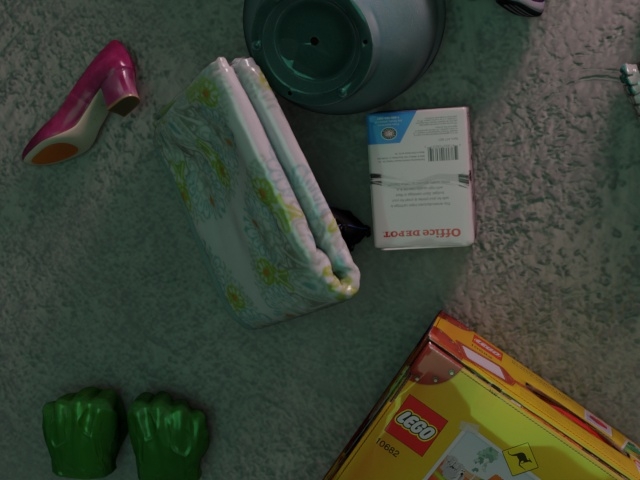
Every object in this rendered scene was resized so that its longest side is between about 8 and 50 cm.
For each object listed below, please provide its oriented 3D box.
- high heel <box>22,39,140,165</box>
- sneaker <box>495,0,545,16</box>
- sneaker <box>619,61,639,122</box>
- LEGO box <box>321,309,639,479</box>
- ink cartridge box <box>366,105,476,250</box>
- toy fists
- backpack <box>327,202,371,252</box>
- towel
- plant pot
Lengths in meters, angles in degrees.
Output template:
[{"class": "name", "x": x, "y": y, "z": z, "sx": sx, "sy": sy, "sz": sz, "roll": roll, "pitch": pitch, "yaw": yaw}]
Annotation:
[{"class": "high heel", "x": -0.392, "y": -0.215, "z": 1.760, "sx": 0.244, "sy": 0.082, "sz": 0.117, "roll": -33, "pitch": 62, "yaw": 27}, {"class": "sneaker", "x": 0.238, "y": -0.402, "z": 1.551, "sx": 0.224, "sy": 0.083, "sz": 0.098, "roll": 23, "pitch": 92, "yaw": -32}, {"class": "sneaker", "x": 0.490, "y": -0.185, "z": 1.570, "sx": 0.076, "sy": 0.065, "sz": 0.166, "roll": -23, "pitch": 98, "yaw": 6}, {"class": "LEGO box", "x": 0.273, "y": 0.405, "z": 1.633, "sx": 0.500, "sy": 0.193, "sz": 0.372, "roll": 35, "pitch": 104, "yaw": 5}, {"class": "ink cartridge box", "x": 0.152, "y": -0.094, "z": 1.641, "sx": 0.148, "sy": 0.086, "sz": 0.203, "roll": -2, "pitch": 98, "yaw": 12}, {"class": "toy fists", "x": -0.317, "y": 0.309, "z": 1.800, "sx": 0.279, "sy": 0.096, "sz": 0.142, "roll": 3, "pitch": 109, "yaw": 10}, {"class": "backpack", "x": 0.000, "y": 0.000, "z": 1.683, "sx": 0.084, "sy": 0.105, "sz": 0.114, "roll": 45, "pitch": 109, "yaw": 26}, {"class": "towel", "x": -0.111, "y": -0.058, "z": 1.601, "sx": 0.090, "sy": 0.320, "sz": 0.374, "roll": -27, "pitch": 91, "yaw": -27}, {"class": "plant pot", "x": 0.014, "y": -0.298, "z": 1.546, "sx": 0.293, "sy": 0.196, "sz": 0.293, "roll": 7, "pitch": 117, "yaw": 14}]
